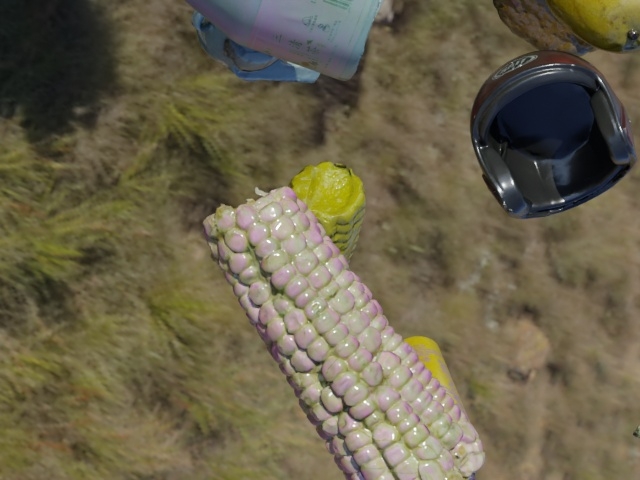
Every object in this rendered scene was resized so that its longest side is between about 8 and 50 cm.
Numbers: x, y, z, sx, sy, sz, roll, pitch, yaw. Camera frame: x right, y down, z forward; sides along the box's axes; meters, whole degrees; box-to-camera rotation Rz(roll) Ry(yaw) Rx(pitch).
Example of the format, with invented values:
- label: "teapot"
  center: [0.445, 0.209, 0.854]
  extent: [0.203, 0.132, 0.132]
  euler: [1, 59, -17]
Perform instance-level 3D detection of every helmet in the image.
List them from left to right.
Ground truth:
- label: "helmet"
  center: [0.282, -0.132, 1.454]
  extent: [0.216, 0.189, 0.193]
  euler: [54, 19, -29]

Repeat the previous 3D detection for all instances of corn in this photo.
- label: "corn"
  center: [0.016, 0.103, 1.052]
  extent: [0.126, 0.335, 0.126]
  euler: [-36, 178, -1]

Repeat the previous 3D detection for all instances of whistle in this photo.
- label: "whistle"
  center: [-0.090, -0.327, 1.775]
  extent: [0.290, 0.163, 0.163]
  euler: [-8, 114, -52]

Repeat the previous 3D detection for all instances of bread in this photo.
- label: "bread"
  center: [0.391, -0.405, 1.890]
  extent: [0.123, 0.230, 0.230]
  euler: [-61, 148, -33]

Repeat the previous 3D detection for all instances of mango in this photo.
- label: "mango"
  center: [0.346, -0.295, 1.409]
  extent: [0.137, 0.195, 0.098]
  euler: [-30, 136, -14]

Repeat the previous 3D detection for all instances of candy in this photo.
- label: "candy"
  center: [0.000, 0.000, 1.490]
  extent: [0.106, 0.094, 0.199]
  euler: [-49, 158, -37]

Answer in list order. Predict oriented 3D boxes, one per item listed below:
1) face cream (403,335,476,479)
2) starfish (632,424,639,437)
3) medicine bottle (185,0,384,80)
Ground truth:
- label: "face cream"
  center: [0.155, 0.241, 1.536]
  extent: [0.078, 0.273, 0.078]
  euler: [-7, 128, -9]
- label: "starfish"
  center: [0.344, 0.169, 0.979]
  extent: [0.176, 0.053, 0.208]
  euler: [-33, 130, -2]
- label: "medicine bottle"
  center: [-0.060, -0.356, 1.451]
  extent: [0.245, 0.290, 0.245]
  euler: [-161, -90, -84]
